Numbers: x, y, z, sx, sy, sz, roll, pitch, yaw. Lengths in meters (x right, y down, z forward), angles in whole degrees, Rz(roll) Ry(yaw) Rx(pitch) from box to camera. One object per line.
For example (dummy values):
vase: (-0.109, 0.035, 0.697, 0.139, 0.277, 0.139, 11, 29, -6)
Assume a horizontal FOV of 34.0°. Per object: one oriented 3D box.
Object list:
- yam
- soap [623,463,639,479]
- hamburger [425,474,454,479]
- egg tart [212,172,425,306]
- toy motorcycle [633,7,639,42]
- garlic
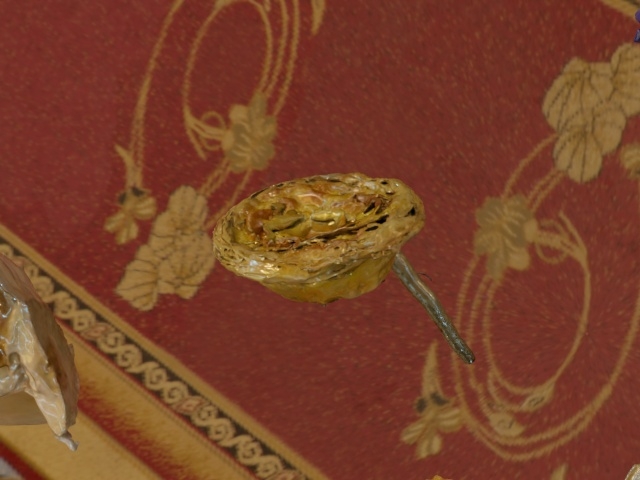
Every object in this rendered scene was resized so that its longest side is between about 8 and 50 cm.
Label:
yam: (0.121, 0.058, 1.290, 0.027, 0.029, 0.234, -31, 100, 42)
soap: (0.468, 0.253, 1.031, 0.199, 0.091, 0.315, -56, 31, -5)
hamburger: (0.131, 0.412, 1.027, 0.330, 0.250, 0.330, 24, 128, 35)
egg tart: (0.000, 0.000, 0.615, 0.128, 0.129, 0.049, -2, 118, 14)
toy motorcycle: (0.379, -0.170, 0.932, 0.113, 0.315, 0.169, -2, 100, -17)
garlic: (-0.148, 0.039, 0.425, 0.094, 0.074, 0.113, -13, 125, 12)
